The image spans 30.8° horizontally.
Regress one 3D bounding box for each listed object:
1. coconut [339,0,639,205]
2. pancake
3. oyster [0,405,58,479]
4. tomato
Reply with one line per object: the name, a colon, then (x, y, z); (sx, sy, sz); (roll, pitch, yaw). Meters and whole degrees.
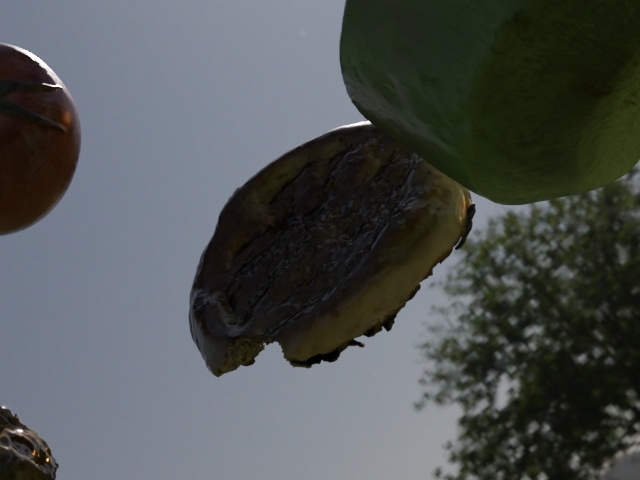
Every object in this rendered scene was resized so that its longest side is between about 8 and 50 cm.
coconut: (0.167, -0.198, 1.026); (0.281, 0.328, 0.328); (-9, -35, -43)
pancake: (0.001, 0.001, 1.277); (0.382, 0.382, 0.071); (-38, -60, 2)
oyster: (-0.374, 0.175, 1.122); (0.107, 0.354, 0.201); (-28, 16, 38)
tomato: (-0.455, -0.131, 1.565); (0.265, 0.265, 0.265); (-32, -22, -14)
